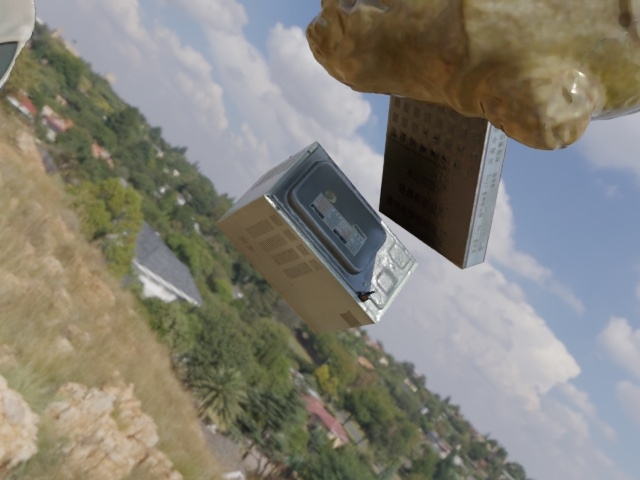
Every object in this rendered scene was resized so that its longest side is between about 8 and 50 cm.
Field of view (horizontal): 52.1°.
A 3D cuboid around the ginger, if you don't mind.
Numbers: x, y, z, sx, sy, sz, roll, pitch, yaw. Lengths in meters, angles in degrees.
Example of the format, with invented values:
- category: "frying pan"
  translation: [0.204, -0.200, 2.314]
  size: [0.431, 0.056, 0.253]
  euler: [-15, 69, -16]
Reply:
- category: "ginger"
  translation: [0.166, -0.148, 0.368]
  size: [0.126, 0.353, 0.190]
  euler: [69, 6, -55]

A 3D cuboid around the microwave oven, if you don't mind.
- category: "microwave oven"
  translation: [0.000, 0.000, 0.970]
  size: [0.240, 0.145, 0.194]
  euler: [49, -37, -13]

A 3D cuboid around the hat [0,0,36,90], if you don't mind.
- category: "hat"
  translation: [-0.486, -0.283, 0.784]
  size: [0.161, 0.275, 0.232]
  euler: [-99, 169, -46]

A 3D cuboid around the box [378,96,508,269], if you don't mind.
- category: "box"
  translation: [0.151, -0.147, 0.792]
  size: [0.180, 0.047, 0.325]
  euler: [41, -43, 47]
